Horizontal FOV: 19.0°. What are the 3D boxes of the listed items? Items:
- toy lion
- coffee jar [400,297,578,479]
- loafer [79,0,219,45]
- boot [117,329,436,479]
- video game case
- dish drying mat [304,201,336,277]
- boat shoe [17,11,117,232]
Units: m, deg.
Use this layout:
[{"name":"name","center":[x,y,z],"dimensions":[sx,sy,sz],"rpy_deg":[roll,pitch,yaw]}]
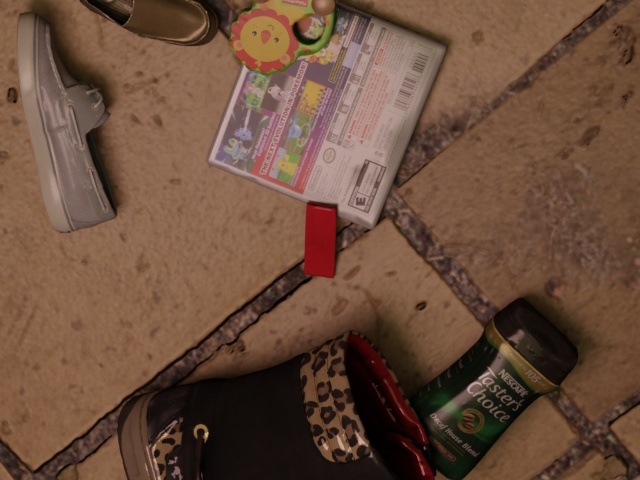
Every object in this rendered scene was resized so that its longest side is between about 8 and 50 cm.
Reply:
[{"name":"toy lion","center":[-0.038,-0.205,1.854],"dimensions":[0.100,0.034,0.096],"rpy_deg":[11,113,4]},{"name":"coffee jar","center":[0.168,0.148,1.916],"dimensions":[0.096,0.079,0.184],"rpy_deg":[42,105,-4]},{"name":"loafer","center":[-0.173,-0.224,1.878],"dimensions":[0.148,0.050,0.056],"rpy_deg":[15,106,3]},{"name":"boot","center":[-0.017,0.288,1.898],"dimensions":[0.284,0.138,0.377],"rpy_deg":[-24,84,27]},{"name":"video game case","center":[0.005,-0.135,1.894],"dimensions":[0.183,0.023,0.201],"rpy_deg":[22,107,1]},{"name":"dish drying mat","center":[0.000,0.000,1.924],"dimensions":[0.032,0.008,0.083],"rpy_deg":[7,123,9]},{"name":"boat shoe","center":[-0.249,-0.121,1.907],"dimensions":[0.081,0.079,0.227],"rpy_deg":[-10,108,0]}]
